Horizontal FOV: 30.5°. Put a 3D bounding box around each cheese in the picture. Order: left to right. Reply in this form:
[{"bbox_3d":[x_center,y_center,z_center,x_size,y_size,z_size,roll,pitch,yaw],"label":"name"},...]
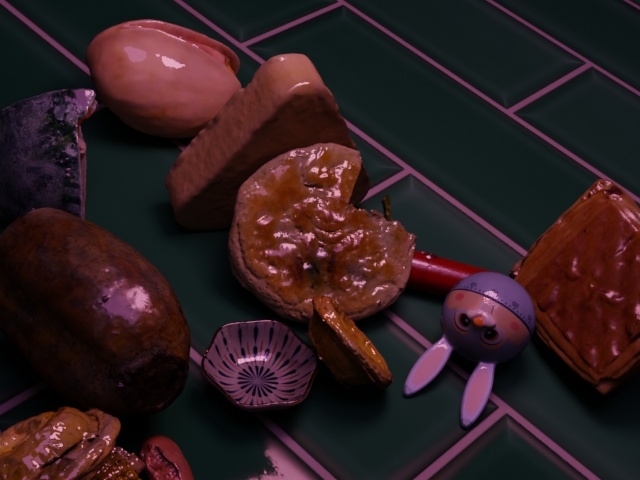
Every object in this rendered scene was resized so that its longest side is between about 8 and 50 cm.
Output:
[{"bbox_3d":[-0.112,-0.135,2.097,0.383,0.384,0.104,-8,54,-22],"label":"cheese"}]

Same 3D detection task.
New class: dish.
[{"bbox_3d":[-0.098,0.213,1.864,0.190,0.066,0.191,6,42,-6],"label":"dish"}]

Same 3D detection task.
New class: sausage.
[{"bbox_3d":[-0.200,0.389,1.645,0.078,0.078,0.304,-4,45,-18],"label":"sausage"}]

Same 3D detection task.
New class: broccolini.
[{"bbox_3d":[0.131,-0.042,2.213,0.030,0.035,0.140,9,41,-10],"label":"broccolini"}]

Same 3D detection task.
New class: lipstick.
[{"bbox_3d":[0.192,0.059,2.096,0.279,0.073,0.073,13,43,-1],"label":"lipstick"}]

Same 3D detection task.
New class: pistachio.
[{"bbox_3d":[-0.302,-0.318,2.258,0.308,0.230,0.230,8,42,-19],"label":"pistachio"}]

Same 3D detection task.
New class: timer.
[{"bbox_3d":[0.257,0.158,1.943,0.175,0.175,0.255,29,46,16],"label":"timer"}]

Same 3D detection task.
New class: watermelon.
[{"bbox_3d":[-0.450,-0.111,2.042,0.290,0.319,0.213,62,28,5],"label":"watermelon"}]

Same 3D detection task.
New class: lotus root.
[{"bbox_3d":[-0.338,0.116,1.760,0.250,0.250,0.346,-27,51,-35],"label":"lotus root"}]

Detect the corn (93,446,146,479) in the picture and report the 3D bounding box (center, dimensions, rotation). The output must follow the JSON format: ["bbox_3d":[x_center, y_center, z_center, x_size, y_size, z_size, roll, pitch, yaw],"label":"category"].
[{"bbox_3d":[-0.355,0.390,1.577,0.119,0.119,0.322,36,48,23],"label":"corn"}]

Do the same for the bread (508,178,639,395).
[{"bbox_3d":[0.506,0.092,2.032,0.167,0.277,0.324,30,19,-45],"label":"bread"}]

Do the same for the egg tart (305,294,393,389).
[{"bbox_3d":[0.037,0.172,1.893,0.074,0.191,0.191,-37,53,6],"label":"egg tart"}]

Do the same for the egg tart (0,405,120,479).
[{"bbox_3d":[-0.396,0.298,1.565,0.279,0.279,0.095,-39,106,-41],"label":"egg tart"}]

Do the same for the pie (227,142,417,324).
[{"bbox_3d":[0.000,0.000,2.010,0.337,0.075,0.338,2,81,-12],"label":"pie"}]

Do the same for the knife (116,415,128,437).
[{"bbox_3d":[-0.307,0.200,1.855,0.044,0.026,0.297,1,43,4],"label":"knife"}]
